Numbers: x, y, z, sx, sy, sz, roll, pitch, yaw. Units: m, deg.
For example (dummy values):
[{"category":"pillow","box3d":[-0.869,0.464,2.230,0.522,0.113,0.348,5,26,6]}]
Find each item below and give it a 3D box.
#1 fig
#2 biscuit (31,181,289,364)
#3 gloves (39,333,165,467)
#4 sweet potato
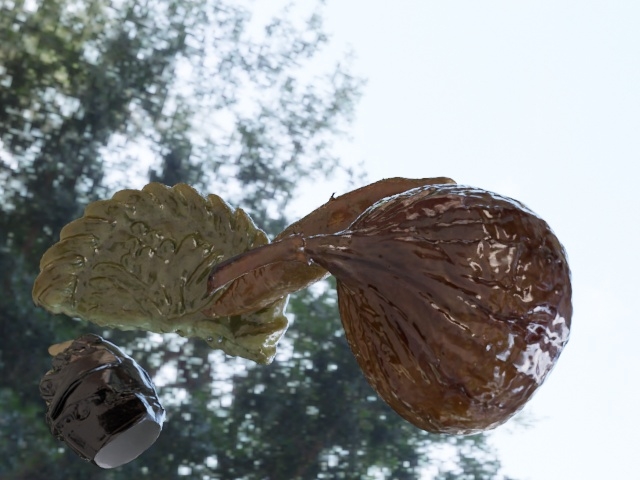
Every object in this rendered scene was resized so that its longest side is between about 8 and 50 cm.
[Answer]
[{"category":"fig","box3d":[0.041,0.017,0.638,0.134,0.201,0.146,-47,-149,29]},{"category":"biscuit","box3d":[-0.160,0.020,1.219,0.274,0.036,0.187,10,-116,1]},{"category":"gloves","box3d":[-0.285,0.188,1.411,0.203,0.164,0.124,40,-56,27]},{"category":"sweet potato","box3d":[0.000,0.000,1.092,0.314,0.066,0.072,-27,-83,28]}]
